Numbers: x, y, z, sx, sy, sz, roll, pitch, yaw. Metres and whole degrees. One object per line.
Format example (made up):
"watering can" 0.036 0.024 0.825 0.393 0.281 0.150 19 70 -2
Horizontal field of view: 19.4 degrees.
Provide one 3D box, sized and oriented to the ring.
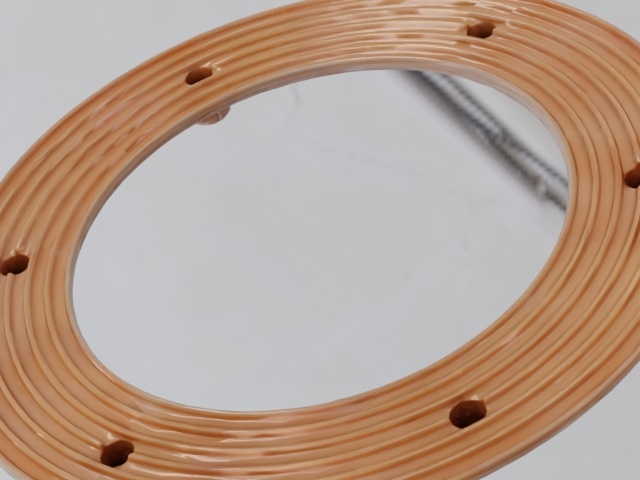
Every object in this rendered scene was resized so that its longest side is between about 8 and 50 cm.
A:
"ring" 0.000 0.000 0.801 0.336 0.337 0.032 -11 -49 10
